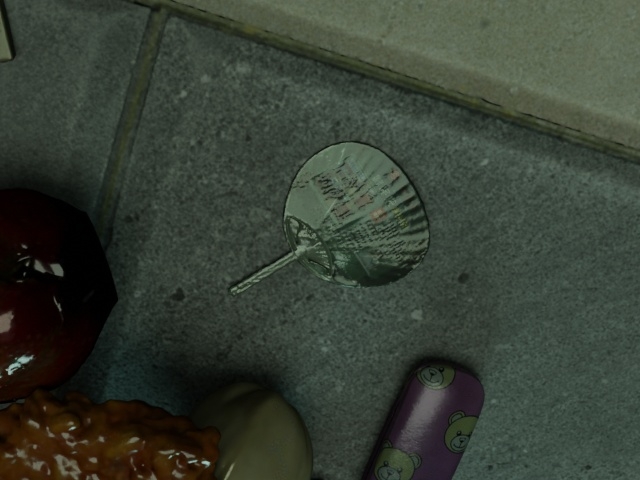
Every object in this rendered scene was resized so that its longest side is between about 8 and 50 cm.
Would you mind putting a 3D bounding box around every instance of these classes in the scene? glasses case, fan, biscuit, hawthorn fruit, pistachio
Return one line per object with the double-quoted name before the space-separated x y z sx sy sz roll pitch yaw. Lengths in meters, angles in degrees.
"glasses case" 0.144 0.327 1.733 0.123 0.076 0.316 17 108 -12
"fan" 0.008 -0.031 1.622 0.294 0.012 0.223 -3 112 -1
"biscuit" -0.298 0.344 1.513 0.318 0.110 0.312 14 116 1
"hawthorn fruit" -0.411 0.071 1.509 0.316 0.316 0.316 0 112 -1
"pistachio" -0.134 0.361 1.668 0.208 0.226 0.332 29 107 5

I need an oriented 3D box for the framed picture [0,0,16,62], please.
"framed picture" -0.592 -0.421 1.441 0.326 0.028 0.446 -9 112 2
